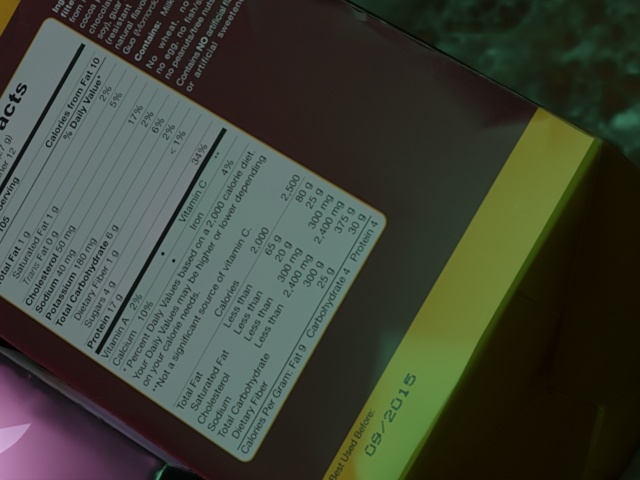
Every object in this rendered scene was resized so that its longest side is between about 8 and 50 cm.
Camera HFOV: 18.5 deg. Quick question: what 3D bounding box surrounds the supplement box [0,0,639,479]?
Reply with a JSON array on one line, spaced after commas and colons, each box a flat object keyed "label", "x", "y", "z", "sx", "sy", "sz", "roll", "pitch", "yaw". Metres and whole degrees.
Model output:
[{"label": "supplement box", "x": 0.000, "y": 0.000, "z": 0.610, "sx": 0.194, "sy": 0.191, "sz": 0.129, "roll": 32, "pitch": 93, "yaw": 25}]

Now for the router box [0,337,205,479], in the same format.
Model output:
[{"label": "router box", "x": -0.166, "y": 0.132, "z": 0.670, "sx": 0.309, "sy": 0.081, "sz": 0.243, "roll": 27, "pitch": 91, "yaw": 44}]
